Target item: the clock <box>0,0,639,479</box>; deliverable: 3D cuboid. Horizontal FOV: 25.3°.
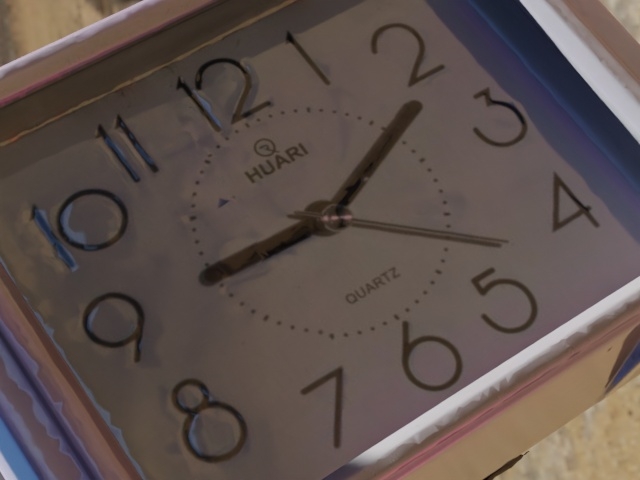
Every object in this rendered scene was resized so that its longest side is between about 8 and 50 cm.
[{"bbox_3d":[0.000,0.000,0.375,0.150,0.197,0.063,53,159,20],"label":"clock"}]
